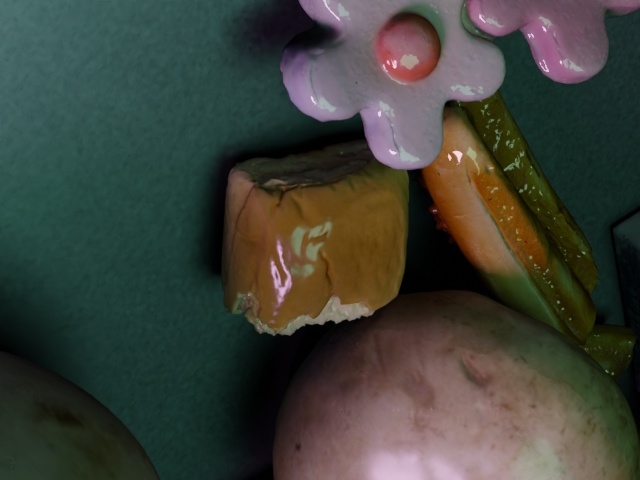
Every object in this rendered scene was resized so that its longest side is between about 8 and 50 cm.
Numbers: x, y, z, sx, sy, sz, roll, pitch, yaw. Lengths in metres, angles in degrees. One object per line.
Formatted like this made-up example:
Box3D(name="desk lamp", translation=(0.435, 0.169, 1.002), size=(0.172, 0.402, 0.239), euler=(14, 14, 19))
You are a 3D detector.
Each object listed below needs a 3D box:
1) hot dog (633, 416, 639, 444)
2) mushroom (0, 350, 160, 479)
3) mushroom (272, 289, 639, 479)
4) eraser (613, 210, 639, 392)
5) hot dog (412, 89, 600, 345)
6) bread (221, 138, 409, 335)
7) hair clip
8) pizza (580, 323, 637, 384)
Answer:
Box3D(name="hot dog", translation=(0.261, 0.224, 1.139), size=(0.158, 0.117, 0.349), euler=(-60, 150, -1))
Box3D(name="mushroom", translation=(-0.219, 0.206, 0.749), size=(0.290, 0.298, 0.298), euler=(-12, 131, 12))
Box3D(name="mushroom", translation=(0.088, 0.152, 0.945), size=(0.254, 0.184, 0.255), euler=(-4, 113, -10))
Box3D(name="eraser", translation=(0.291, 0.056, 1.131), size=(0.091, 0.046, 0.213), euler=(-31, 130, -15))
Box3D(name="hot dog", translation=(0.121, -0.008, 0.953), size=(0.076, 0.102, 0.249), euler=(-14, 136, 26))
Box3D(name="bread", translation=(0.001, -0.001, 0.874), size=(0.125, 0.082, 0.106), euler=(-11, 129, -26))
Box3D(name="hair clip", translation=(0.087, -0.137, 0.846), size=(0.257, 0.075, 0.146), euler=(-26, 92, -15))
Box3D(name="pizza", translation=(0.173, 0.140, 1.108), size=(0.184, 0.036, 0.176), euler=(-29, 128, -12))
